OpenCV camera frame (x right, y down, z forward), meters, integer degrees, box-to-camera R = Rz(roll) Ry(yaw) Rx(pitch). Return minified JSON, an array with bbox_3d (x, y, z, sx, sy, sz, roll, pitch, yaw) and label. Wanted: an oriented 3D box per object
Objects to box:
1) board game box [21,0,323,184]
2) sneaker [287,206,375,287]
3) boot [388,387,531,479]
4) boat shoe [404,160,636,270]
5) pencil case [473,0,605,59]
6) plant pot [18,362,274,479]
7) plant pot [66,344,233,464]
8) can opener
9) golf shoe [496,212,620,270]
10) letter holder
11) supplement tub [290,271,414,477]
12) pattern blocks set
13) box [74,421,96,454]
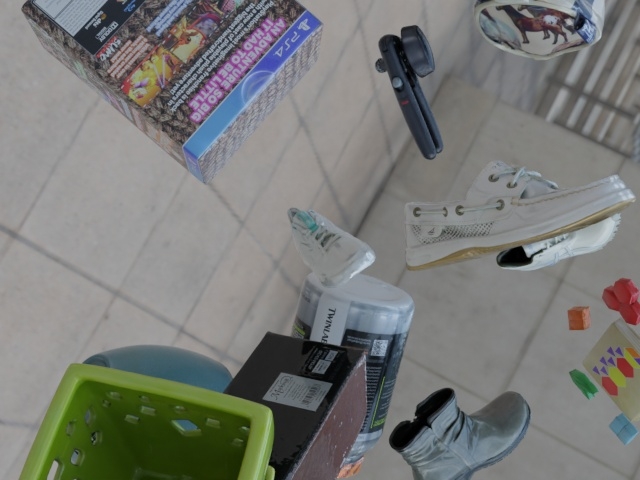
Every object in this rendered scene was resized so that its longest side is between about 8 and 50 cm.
[{"bbox_3d":[-0.181,-0.259,1.355,0.232,0.291,0.141,-49,176,-9],"label":"board game box"},{"bbox_3d":[0.000,0.000,1.468,0.080,0.094,0.212,-38,-160,-12],"label":"sneaker"},{"bbox_3d":[0.225,0.288,1.677,0.246,0.083,0.161,-39,127,-20],"label":"boot"},{"bbox_3d":[0.193,-0.038,1.130,0.098,0.277,0.096,-7,83,-49],"label":"boat shoe"},{"bbox_3d":[0.313,-0.441,1.335,0.183,0.159,0.411,35,70,-75],"label":"pencil case"},{"bbox_3d":[-0.173,0.283,1.110,0.207,0.228,0.227,82,22,-61],"label":"plant pot"},{"bbox_3d":[-0.303,0.281,1.713,0.195,0.290,0.290,36,79,-34],"label":"plant pot"},{"bbox_3d":[0.126,-0.199,1.475,0.059,0.073,0.186,-29,107,-45],"label":"can opener"},{"bbox_3d":[0.292,-0.001,1.331,0.086,0.069,0.176,-17,167,-38],"label":"golf shoe"},{"bbox_3d":[-0.056,0.303,1.423,0.302,0.152,0.215,-53,145,-51],"label":"letter holder"},{"bbox_3d":[0.032,0.223,1.801,0.193,0.193,0.316,-22,127,-71],"label":"supplement tub"},{"bbox_3d":[0.528,0.221,1.833,0.026,0.285,0.325,-28,164,-22],"label":"pattern blocks set"},{"bbox_3d":[-0.266,0.260,1.332,0.052,0.083,0.062,-43,-178,-5],"label":"box"}]
